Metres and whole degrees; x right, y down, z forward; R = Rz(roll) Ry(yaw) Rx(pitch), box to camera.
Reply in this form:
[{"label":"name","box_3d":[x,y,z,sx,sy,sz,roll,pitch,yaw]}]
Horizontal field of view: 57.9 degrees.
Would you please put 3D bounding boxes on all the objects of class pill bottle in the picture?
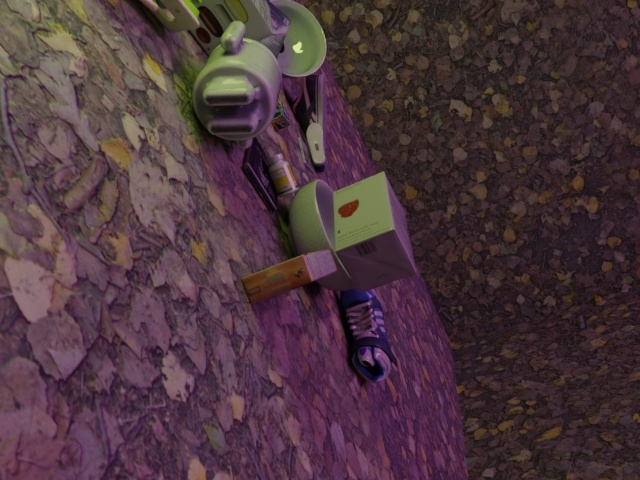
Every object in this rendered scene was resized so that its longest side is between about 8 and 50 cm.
[{"label":"pill bottle","box_3d":[-0.112,-0.189,1.670,0.065,0.065,0.116,-44,113,-74]}]

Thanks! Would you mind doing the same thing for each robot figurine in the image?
[{"label":"robot figurine","box_3d":[-0.201,-0.379,1.439,0.354,0.199,0.300,-88,180,-55]}]

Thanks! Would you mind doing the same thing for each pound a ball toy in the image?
[{"label":"pound a ball toy","box_3d":[-0.393,-0.573,1.247,0.319,0.135,0.208,42,55,-58]}]

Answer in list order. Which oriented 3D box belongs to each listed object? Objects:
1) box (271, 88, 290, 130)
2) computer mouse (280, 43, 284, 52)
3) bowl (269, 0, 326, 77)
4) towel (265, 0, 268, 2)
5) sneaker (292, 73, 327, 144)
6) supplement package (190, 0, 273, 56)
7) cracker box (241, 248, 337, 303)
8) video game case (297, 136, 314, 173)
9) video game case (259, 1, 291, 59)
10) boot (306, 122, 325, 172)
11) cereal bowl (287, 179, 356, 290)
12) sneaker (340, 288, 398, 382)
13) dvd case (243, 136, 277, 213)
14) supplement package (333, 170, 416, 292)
[{"label":"box","box_3d":[-0.150,-0.466,2.004,0.059,0.054,0.169,46,26,-55]},{"label":"computer mouse","box_3d":[-0.242,-0.730,1.961,0.262,0.060,0.184,17,51,-39]},{"label":"bowl","box_3d":[-0.137,-0.715,2.127,0.297,0.134,0.298,6,78,-28]},{"label":"towel","box_3d":[-0.264,-0.842,1.738,0.308,0.228,0.076,19,6,-44]},{"label":"sneaker","box_3d":[-0.041,-0.515,2.350,0.126,0.127,0.321,-73,164,-58]},{"label":"supplement package","box_3d":[-0.265,-0.636,1.578,0.203,0.194,0.149,49,23,-48]},{"label":"cracker box","box_3d":[-0.065,0.081,1.362,0.067,0.155,0.232,70,16,3]},{"label":"video game case","box_3d":[-0.055,-0.325,2.219,0.087,0.011,0.122,44,28,-57]},{"label":"video game case","box_3d":[-0.201,-0.729,1.935,0.196,0.026,0.274,35,42,-24]},{"label":"boot","box_3d":[-0.017,-0.365,2.292,0.086,0.069,0.190,85,0,-68]},{"label":"cereal bowl","box_3d":[0.000,0.000,1.720,0.339,0.141,0.339,58,18,-31]},{"label":"sneaker","box_3d":[0.144,0.290,1.834,0.236,0.130,0.323,-64,136,-75]},{"label":"dvd case","box_3d":[-0.166,-0.200,1.660,0.221,0.018,0.165,-92,156,-53]},{"label":"supplement package","box_3d":[0.149,-0.029,1.668,0.175,0.177,0.293,58,19,-33]}]
